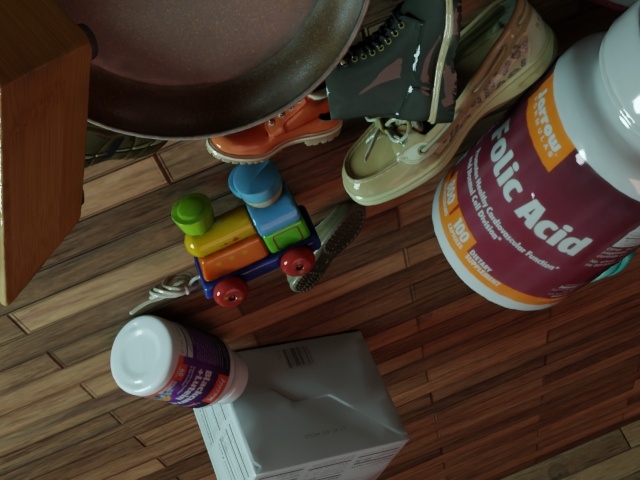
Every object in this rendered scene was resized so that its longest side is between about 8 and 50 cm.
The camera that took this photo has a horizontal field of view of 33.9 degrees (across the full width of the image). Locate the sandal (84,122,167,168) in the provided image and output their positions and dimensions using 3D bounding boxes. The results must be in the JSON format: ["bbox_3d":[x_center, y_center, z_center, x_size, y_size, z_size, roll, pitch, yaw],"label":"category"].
[{"bbox_3d":[-0.221,-0.107,1.021,0.180,0.049,0.072,-15,159,-46],"label":"sandal"}]

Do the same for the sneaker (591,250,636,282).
[{"bbox_3d":[0.384,-0.026,1.519,0.178,0.124,0.295,-20,145,-19],"label":"sneaker"}]

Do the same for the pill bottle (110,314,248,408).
[{"bbox_3d":[-0.186,0.173,1.441,0.108,0.108,0.193,-34,150,18],"label":"pill bottle"}]

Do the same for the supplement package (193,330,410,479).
[{"bbox_3d":[-0.036,0.277,1.626,0.262,0.204,0.145,-7,146,-29],"label":"supplement package"}]

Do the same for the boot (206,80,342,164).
[{"bbox_3d":[-0.046,-0.134,1.095,0.158,0.059,0.084,-21,149,-23],"label":"boot"}]

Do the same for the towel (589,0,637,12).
[{"bbox_3d":[0.382,-0.341,1.017,0.237,0.037,0.329,10,142,-27],"label":"towel"}]

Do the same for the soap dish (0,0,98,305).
[{"bbox_3d":[-0.271,-0.128,0.721,0.118,0.291,0.229,-29,156,-31],"label":"soap dish"}]

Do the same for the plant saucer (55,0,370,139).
[{"bbox_3d":[-0.113,-0.220,0.799,0.311,0.050,0.310,-2,127,-3],"label":"plant saucer"}]

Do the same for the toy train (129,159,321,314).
[{"bbox_3d":[-0.135,0.003,1.216,0.248,0.105,0.143,-24,141,1],"label":"toy train"}]

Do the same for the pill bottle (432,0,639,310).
[{"bbox_3d":[0.312,-0.093,1.191,0.224,0.224,0.392,-6,156,-29],"label":"pill bottle"}]

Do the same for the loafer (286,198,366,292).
[{"bbox_3d":[0.000,0.000,1.356,0.148,0.050,0.056,-50,148,13],"label":"loafer"}]

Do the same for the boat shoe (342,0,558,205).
[{"bbox_3d":[0.123,-0.155,1.145,0.285,0.104,0.089,-43,140,10],"label":"boat shoe"}]

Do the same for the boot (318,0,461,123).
[{"bbox_3d":[0.063,-0.200,1.018,0.137,0.077,0.197,-3,119,-1],"label":"boot"}]
